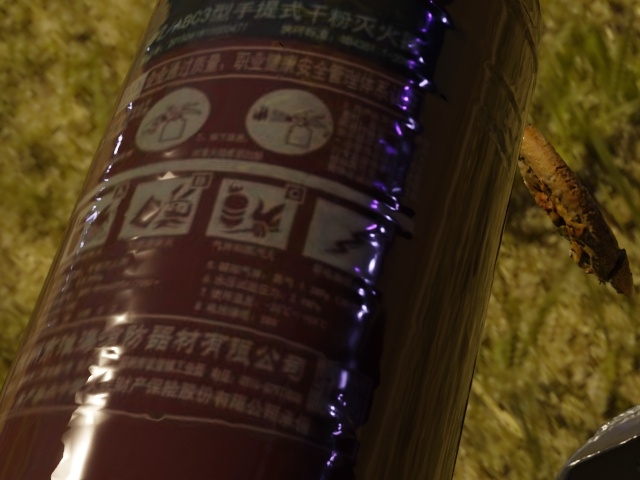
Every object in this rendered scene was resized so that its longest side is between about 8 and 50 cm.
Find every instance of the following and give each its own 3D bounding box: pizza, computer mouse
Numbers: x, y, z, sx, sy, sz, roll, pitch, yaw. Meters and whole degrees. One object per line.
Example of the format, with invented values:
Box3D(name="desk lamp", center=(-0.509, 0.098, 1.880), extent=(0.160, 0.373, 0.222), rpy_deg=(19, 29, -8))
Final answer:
Box3D(name="pizza", center=(0.095, -0.011, 0.607), extent=(0.016, 0.037, 0.083), rpy_deg=(-32, 80, -4))
Box3D(name="computer mouse", center=(0.261, 0.185, 1.263), extent=(0.192, 0.106, 0.062), rpy_deg=(-34, 13, 11))

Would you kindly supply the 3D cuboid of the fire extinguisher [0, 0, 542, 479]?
Box3D(name="fire extinguisher", center=(0.000, 0.000, 0.420), extent=(0.135, 0.114, 0.337), rpy_deg=(5, 56, 15))
